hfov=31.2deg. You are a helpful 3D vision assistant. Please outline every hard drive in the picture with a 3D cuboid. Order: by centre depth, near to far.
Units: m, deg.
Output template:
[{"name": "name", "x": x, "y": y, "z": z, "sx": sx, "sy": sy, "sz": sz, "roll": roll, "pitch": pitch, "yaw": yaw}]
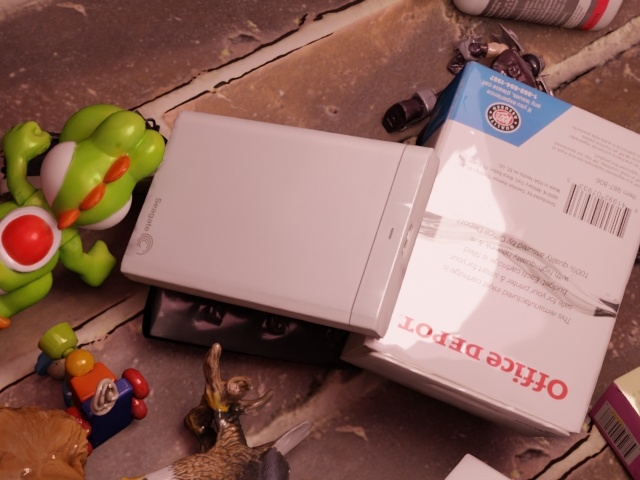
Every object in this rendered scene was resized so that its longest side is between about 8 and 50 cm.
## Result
[{"name": "hard drive", "x": -0.054, "y": -0.029, "z": 1.403, "sx": 0.353, "sy": 0.047, "sz": 0.233, "roll": 11, "pitch": 73, "yaw": 25}]

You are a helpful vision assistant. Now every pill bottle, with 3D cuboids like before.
[{"name": "pill bottle", "x": 0.307, "y": -0.435, "z": 1.802, "sx": 0.319, "sy": 0.176, "sz": 0.176, "roll": 5, "pitch": 67, "yaw": -11}]

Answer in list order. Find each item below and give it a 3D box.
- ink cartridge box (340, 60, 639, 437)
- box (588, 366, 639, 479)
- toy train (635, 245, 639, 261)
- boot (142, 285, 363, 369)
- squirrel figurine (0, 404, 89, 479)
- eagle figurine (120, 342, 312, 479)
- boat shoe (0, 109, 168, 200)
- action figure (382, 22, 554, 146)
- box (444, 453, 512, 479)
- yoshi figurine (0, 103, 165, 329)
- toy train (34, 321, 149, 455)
[{"name": "ink cartridge box", "x": 0.231, "y": 0.019, "z": 1.458, "sx": 0.286, "sy": 0.166, "sz": 0.394, "roll": 23, "pitch": 75, "yaw": -6}, {"name": "box", "x": 0.541, "y": 0.256, "z": 1.588, "sx": 0.243, "sy": 0.117, "sz": 0.213, "roll": -23, "pitch": 64, "yaw": -20}, {"name": "toy train", "x": 0.466, "y": -0.043, "z": 1.737, "sx": 0.184, "sy": 0.080, "sz": 0.105, "roll": 40, "pitch": 75, "yaw": 3}, {"name": "boot", "x": 0.000, "y": 0.002, "z": 1.585, "sx": 0.445, "sy": 0.146, "sz": 0.366, "roll": 9, "pitch": 65, "yaw": -4}, {"name": "squirrel figurine", "x": -0.365, "y": 0.394, "z": 1.249, "sx": 0.281, "sy": 0.370, "sz": 0.397, "roll": 9, "pitch": 34, "yaw": -15}, {"name": "eagle figurine", "x": -0.132, "y": 0.317, "z": 1.382, "sx": 0.225, "sy": 0.226, "sz": 0.298, "roll": -20, "pitch": 51, "yaw": 17}, {"name": "boat shoe", "x": -0.266, "y": -0.122, "z": 1.571, "sx": 0.340, "sy": 0.127, "sz": 0.113, "roll": -5, "pitch": 81, "yaw": -5}, {"name": "action figure", "x": 0.241, "y": -0.224, "z": 1.750, "sx": 0.285, "sy": 0.099, "sz": 0.185, "roll": -27, "pitch": 70, "yaw": -25}, {"name": "box", "x": 0.253, "y": 0.452, "z": 1.354, "sx": 0.345, "sy": 0.168, "sz": 0.215, "roll": 29, "pitch": 60, "yaw": 34}, {"name": "yoshi figurine", "x": -0.339, "y": -0.043, "z": 1.442, "sx": 0.362, "sy": 0.203, "sz": 0.203, "roll": -37, "pitch": 62, "yaw": 14}, {"name": "toy train", "x": -0.289, "y": 0.157, "z": 1.388, "sx": 0.105, "sy": 0.248, "sz": 0.143, "roll": -34, "pitch": 75, "yaw": -23}]
